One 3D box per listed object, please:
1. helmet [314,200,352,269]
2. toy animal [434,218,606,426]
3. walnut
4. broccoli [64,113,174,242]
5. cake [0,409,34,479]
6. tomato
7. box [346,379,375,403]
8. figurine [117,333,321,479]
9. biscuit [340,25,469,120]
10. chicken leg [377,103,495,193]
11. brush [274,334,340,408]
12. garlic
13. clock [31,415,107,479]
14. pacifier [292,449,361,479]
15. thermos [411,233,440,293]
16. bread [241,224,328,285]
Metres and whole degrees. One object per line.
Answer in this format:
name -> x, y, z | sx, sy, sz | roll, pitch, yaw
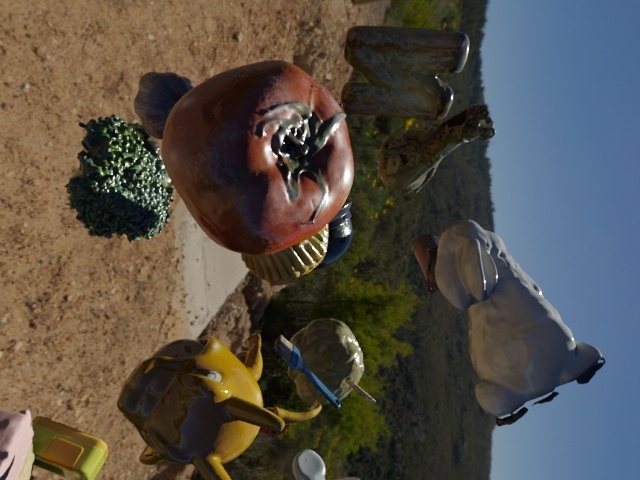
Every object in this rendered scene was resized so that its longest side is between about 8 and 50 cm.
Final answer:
helmet -> 0.000, 0.000, 1.217 | 0.230, 0.279, 0.160 | -29, 97, -49
toy animal -> 0.334, 0.125, 0.787 | 0.258, 0.194, 0.357 | -21, 74, -36
walnut -> 0.016, 0.429, 1.464 | 0.282, 0.277, 0.253 | 53, 9, 16
broccoli -> -0.554, -0.170, 1.147 | 0.324, 0.272, 0.334 | -57, 157, 0
cake -> -0.773, 0.542, 0.823 | 0.293, 0.314, 0.307 | -138, -123, -63
tomato -> -0.050, -0.092, 0.467 | 0.236, 0.095, 0.237 | -9, 104, -37
box -> 0.112, 0.420, 1.136 | 0.083, 0.046, 0.012 | 43, 70, -12
figurine -> -0.195, 0.330, 0.849 | 0.387, 0.401, 0.268 | 109, -22, -81
biscuit -> 0.197, -0.408, 1.012 | 0.237, 0.290, 0.062 | 89, 4, -54
chicken leg -> 0.310, -0.254, 1.147 | 0.152, 0.429, 0.201 | -34, 95, -33
brush -> -0.019, 0.225, 0.685 | 0.164, 0.014, 0.051 | 50, 13, -12
garlic -> -0.314, -0.281, 0.867 | 0.147, 0.102, 0.159 | -57, 157, -8
clock -> -0.672, 0.549, 1.069 | 0.143, 0.202, 0.096 | -61, -175, 41
pacifier -> -0.026, 0.683, 1.111 | 0.279, 0.227, 0.207 | -12, 80, -47
thermos -> 0.344, 0.082, 1.218 | 0.232, 0.099, 0.124 | -95, -156, -58
bread -> -0.094, -0.017, 0.996 | 0.139, 0.240, 0.240 | 65, 27, -50
